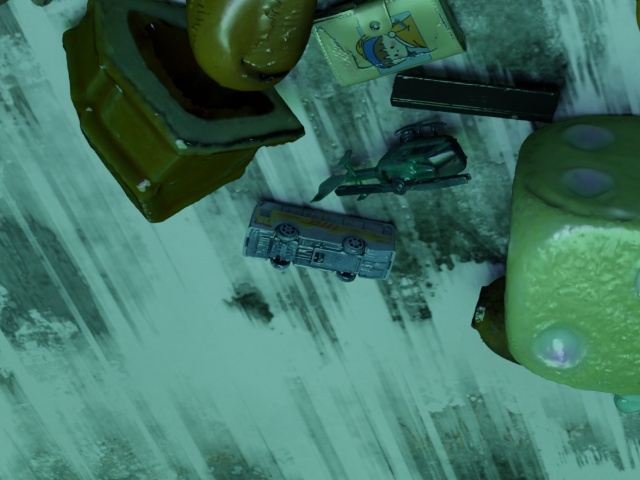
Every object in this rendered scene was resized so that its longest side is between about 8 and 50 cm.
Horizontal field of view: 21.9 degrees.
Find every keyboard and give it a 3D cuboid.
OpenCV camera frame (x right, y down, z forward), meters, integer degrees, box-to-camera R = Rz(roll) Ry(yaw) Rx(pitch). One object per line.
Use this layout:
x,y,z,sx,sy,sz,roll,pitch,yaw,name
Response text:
0.181,-0.169,1.940,0.196,0.018,0.060,6,150,-3,keyboard

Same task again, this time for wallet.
0.076,-0.236,1.892,0.155,0.039,0.110,-16,130,21,wallet

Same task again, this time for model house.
-0.198,-0.150,1.955,0.268,0.173,0.239,52,140,3,model house

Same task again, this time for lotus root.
0.314,0.104,2.117,0.241,0.124,0.123,5,130,5,lotus root

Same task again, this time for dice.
0.347,0.018,1.918,0.250,0.252,0.254,5,122,11,dice

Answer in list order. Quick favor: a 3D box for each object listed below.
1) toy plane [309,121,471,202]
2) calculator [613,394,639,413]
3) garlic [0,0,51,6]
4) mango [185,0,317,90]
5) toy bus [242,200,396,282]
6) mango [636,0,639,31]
0.094,-0.084,1.998,0.235,0.096,0.060,-7,131,39,toy plane
0.545,0.230,2.255,0.295,0.042,0.184,9,133,-1,calculator
-0.433,-0.350,1.819,0.292,0.210,0.237,3,168,0,garlic
-0.075,-0.279,1.804,0.151,0.156,0.248,36,138,25,mango
0.000,0.000,2.100,0.191,0.075,0.064,11,135,-3,toy bus
0.396,-0.270,1.799,0.101,0.066,0.187,3,125,4,mango
